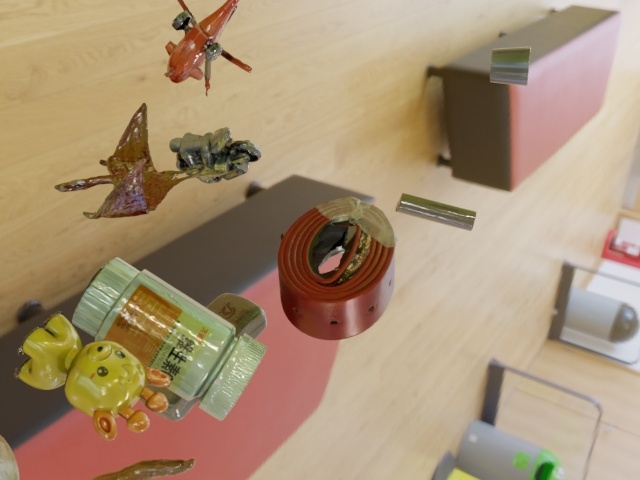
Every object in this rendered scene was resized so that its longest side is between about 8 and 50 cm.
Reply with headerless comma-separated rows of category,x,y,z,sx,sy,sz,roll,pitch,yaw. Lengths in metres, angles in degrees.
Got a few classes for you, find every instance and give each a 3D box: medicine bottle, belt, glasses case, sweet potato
medicine bottle,-0.268,0.170,1.361,0.158,0.318,0.158,-56,-177,4
belt,0.033,0.042,1.508,0.323,0.227,0.115,-72,166,-48
glasses case,0.278,-0.065,1.857,0.072,0.191,0.042,92,13,-77
glasses case,-0.257,0.246,1.675,0.323,0.131,0.074,-46,144,-35
sweet potato,-0.317,0.409,1.329,0.050,0.214,0.050,162,-90,-88

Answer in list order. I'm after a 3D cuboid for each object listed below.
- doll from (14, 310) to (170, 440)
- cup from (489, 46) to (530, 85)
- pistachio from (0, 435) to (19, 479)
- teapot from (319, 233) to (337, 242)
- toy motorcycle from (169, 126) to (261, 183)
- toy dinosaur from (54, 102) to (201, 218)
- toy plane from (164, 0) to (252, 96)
doll,-0.325,0.200,1.104,0.143,0.221,0.135,-47,161,-54
cup,0.393,-0.362,1.592,0.100,0.077,0.078,-45,138,-68
pistachio,-0.669,0.465,1.449,0.260,0.213,0.162,-85,-175,-45
teapot,0.000,0.000,1.675,0.057,0.088,0.066,82,26,-58
toy motorcycle,-0.184,-0.142,1.265,0.124,0.193,0.061,23,68,-29
toy dinosaur,-0.286,-0.128,1.187,0.327,0.207,0.112,-57,149,-61
toy plane,-0.120,-0.261,0.940,0.126,0.194,0.077,62,26,-11
